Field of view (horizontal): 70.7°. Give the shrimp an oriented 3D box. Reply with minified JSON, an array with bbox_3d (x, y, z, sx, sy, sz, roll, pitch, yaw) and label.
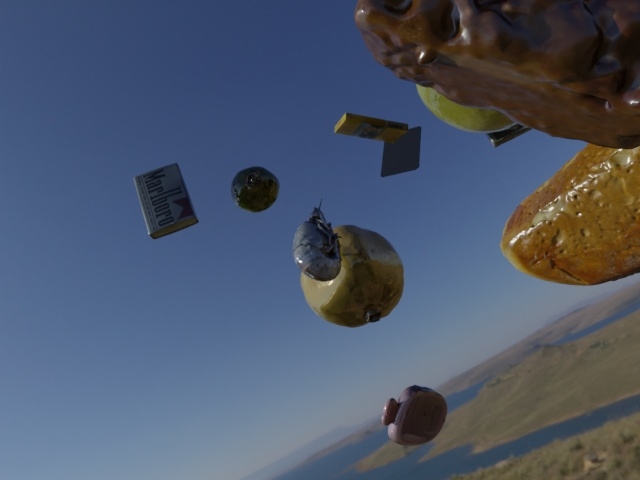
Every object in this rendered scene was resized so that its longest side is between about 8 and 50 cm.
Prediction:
[{"bbox_3d":[-0.003,-0.006,1.234,0.145,0.343,0.116,10,-57,-8],"label":"shrimp"}]

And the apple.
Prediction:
[{"bbox_3d":[0.339,-0.385,0.918,0.257,0.295,0.233,9,-11,-3],"label":"apple"}]

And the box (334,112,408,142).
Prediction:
[{"bbox_3d":[0.119,-0.264,1.065,0.155,0.023,0.087,6,-6,-14],"label":"box"}]

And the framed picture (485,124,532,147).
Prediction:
[{"bbox_3d":[0.502,-0.371,1.095,0.289,0.211,0.020,-27,-27,5],"label":"framed picture"}]

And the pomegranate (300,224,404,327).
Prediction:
[{"bbox_3d":[0.101,0.119,1.425,0.332,0.332,0.332,-23,-23,-10],"label":"pomegranate"}]

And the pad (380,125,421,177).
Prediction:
[{"bbox_3d":[0.223,-0.245,1.244,0.112,0.157,0.003,-9,-35,31],"label":"pad"}]

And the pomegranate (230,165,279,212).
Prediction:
[{"bbox_3d":[-0.166,-0.133,1.135,0.130,0.130,0.130,-23,-23,-10],"label":"pomegranate"}]

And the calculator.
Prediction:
[{"bbox_3d":[0.164,0.301,0.772,0.166,0.024,0.103,23,-93,-38],"label":"calculator"}]

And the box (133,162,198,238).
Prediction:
[{"bbox_3d":[-0.375,-0.099,1.087,0.115,0.177,0.036,-22,-27,-9],"label":"box"}]

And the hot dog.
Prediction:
[{"bbox_3d":[0.522,-0.061,0.775,0.185,0.223,0.405,-53,-1,-46],"label":"hot dog"}]

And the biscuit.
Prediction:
[{"bbox_3d":[0.250,-0.315,0.467,0.166,0.342,0.395,45,-112,-78],"label":"biscuit"}]
